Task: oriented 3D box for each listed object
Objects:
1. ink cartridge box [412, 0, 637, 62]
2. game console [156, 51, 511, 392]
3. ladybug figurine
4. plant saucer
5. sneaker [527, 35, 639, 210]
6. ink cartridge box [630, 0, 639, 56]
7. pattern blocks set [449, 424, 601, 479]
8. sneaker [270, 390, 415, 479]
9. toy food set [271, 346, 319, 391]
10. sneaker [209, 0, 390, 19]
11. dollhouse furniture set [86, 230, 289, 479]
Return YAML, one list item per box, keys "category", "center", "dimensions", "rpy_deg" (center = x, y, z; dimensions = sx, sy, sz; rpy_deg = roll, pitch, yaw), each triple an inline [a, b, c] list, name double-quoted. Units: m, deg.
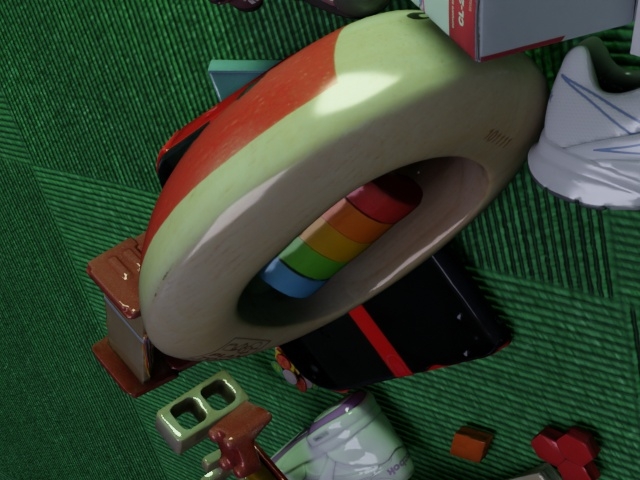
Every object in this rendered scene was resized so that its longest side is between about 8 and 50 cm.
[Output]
- category: "ink cartridge box"
  center: [0.129, -0.211, 0.807]
  dimensions: [0.175, 0.127, 0.072]
  rpy_deg: [-123, 21, -48]
- category: "game console"
  center: [0.000, 0.000, 1.266]
  dimensions: [0.342, 0.060, 0.386]
  rpy_deg: [-24, 106, 49]
- category: "ladybug figurine"
  center: [-0.004, -0.048, 1.005]
  dimensions: [0.449, 0.305, 0.162]
  rpy_deg: [-39, 63, 24]
- category: "plant saucer"
  center: [-0.053, -0.165, 1.212]
  dimensions: [0.192, 0.018, 0.067]
  rpy_deg: [10, 129, 45]
- category: "sneaker"
  center: [0.294, -0.069, 0.829]
  dimensions: [0.297, 0.111, 0.129]
  rpy_deg: [19, 123, 29]
- category: "ink cartridge box"
  center: [0.278, -0.179, 0.757]
  dimensions: [0.090, 0.092, 0.143]
  rpy_deg: [26, 140, 30]
- category: "pattern blocks set"
  center: [0.259, 0.332, 1.309]
  dimensions: [0.285, 0.026, 0.325]
  rpy_deg: [57, 145, -8]
- category: "sneaker"
  center: [0.019, 0.314, 1.487]
  dimensions: [0.152, 0.114, 0.305]
  rpy_deg: [49, 146, 5]
- category: "toy food set"
  center: [-0.032, 0.169, 1.493]
  dimensions: [0.083, 0.020, 0.082]
  rpy_deg: [35, 143, 21]
- category: "sneaker"
  center: [-0.038, -0.261, 1.050]
  dimensions: [0.281, 0.106, 0.162]
  rpy_deg: [45, 153, 25]
- category: "dollhouse furniture set"
  center: [-0.146, 0.173, 1.461]
  dimensions: [0.374, 0.152, 0.201]
  rpy_deg: [44, 146, 26]
